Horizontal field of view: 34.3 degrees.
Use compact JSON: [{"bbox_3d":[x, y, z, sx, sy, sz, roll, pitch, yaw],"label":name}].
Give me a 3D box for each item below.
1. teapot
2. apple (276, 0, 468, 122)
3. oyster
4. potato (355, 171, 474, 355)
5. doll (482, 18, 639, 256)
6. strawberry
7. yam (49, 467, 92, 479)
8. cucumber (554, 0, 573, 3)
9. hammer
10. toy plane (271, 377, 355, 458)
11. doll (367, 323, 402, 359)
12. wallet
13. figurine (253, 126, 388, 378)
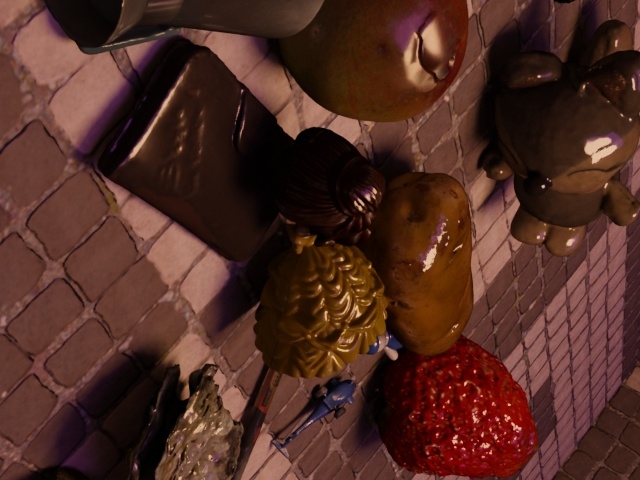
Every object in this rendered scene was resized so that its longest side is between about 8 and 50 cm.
[{"bbox_3d":[-0.117,-0.235,0.877,0.225,0.171,0.203,-20,164,-38],"label":"teapot"},{"bbox_3d":[0.054,-0.226,1.097,0.188,0.207,0.174,74,14,-63],"label":"apple"},{"bbox_3d":[-0.162,0.266,1.251,0.268,0.112,0.198,92,16,-50],"label":"oyster"},{"bbox_3d":[0.146,0.042,1.500,0.176,0.195,0.369,-20,142,0],"label":"potato"},{"bbox_3d":[0.390,-0.207,1.641,0.382,0.252,0.379,82,16,-52],"label":"doll"},{"bbox_3d":[0.239,0.295,1.764,0.257,0.277,0.257,-41,149,-32],"label":"strawberry"},{"bbox_3d":[-0.302,0.405,1.178,0.254,0.154,0.154,-60,150,-1],"label":"yam"},{"bbox_3d":[0.287,-0.385,1.410,0.300,0.072,0.072,4,114,-56],"label":"cucumber"},{"bbox_3d":[-0.087,0.240,1.466,0.111,0.033,0.288,1,117,-55],"label":"hammer"},{"bbox_3d":[-0.004,0.269,1.605,0.167,0.054,0.062,-38,170,-32],"label":"toy plane"},{"bbox_3d":[0.102,0.147,1.637,0.143,0.057,0.099,-20,111,-46],"label":"doll"},{"bbox_3d":[-0.111,-0.084,1.119,0.165,0.042,0.309,-55,152,-4],"label":"wallet"},{"bbox_3d":[-0.003,-0.002,1.223,0.187,0.168,0.315,-22,141,-17],"label":"figurine"}]
